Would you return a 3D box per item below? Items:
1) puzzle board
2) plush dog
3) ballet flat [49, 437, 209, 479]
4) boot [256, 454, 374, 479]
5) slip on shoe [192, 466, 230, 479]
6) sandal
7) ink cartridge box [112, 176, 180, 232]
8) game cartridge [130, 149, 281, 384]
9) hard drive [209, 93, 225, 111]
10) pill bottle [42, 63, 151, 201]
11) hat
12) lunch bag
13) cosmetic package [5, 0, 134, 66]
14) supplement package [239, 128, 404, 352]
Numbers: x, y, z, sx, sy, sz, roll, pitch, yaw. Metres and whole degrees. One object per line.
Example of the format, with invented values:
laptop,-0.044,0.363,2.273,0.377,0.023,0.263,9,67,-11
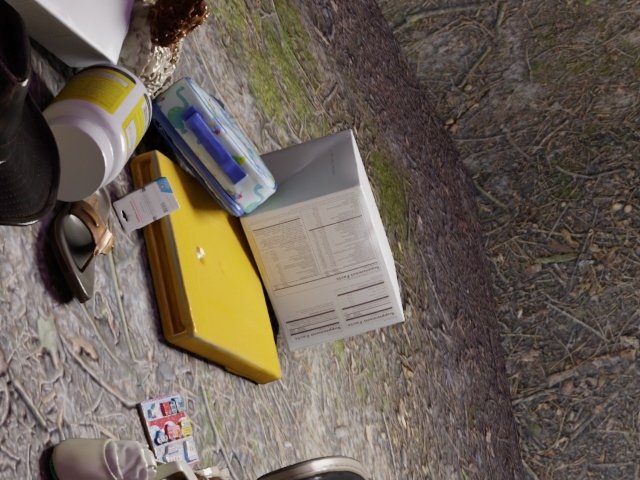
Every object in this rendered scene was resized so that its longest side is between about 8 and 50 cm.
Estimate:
puzzle board,-0.190,0.246,1.910,0.128,0.011,0.096,0,70,-73
plush dog,-0.254,-0.288,2.037,0.210,0.262,0.225,18,34,-28
ballet flat,-0.203,0.264,1.684,0.248,0.086,0.086,37,36,-55
boot,0.034,0.478,2.165,0.377,0.138,0.284,50,25,-63
slip on shoe,-0.149,0.312,1.906,0.135,0.051,0.041,40,43,-75
sandal,-0.279,-0.011,1.833,0.219,0.060,0.090,-83,149,-59
ink cartridge box,-0.239,-0.048,2.021,0.048,0.083,0.028,67,-20,-11
game cartridge,-0.163,0.048,2.183,0.323,0.052,0.285,41,33,-64
hard drive,-0.170,-0.176,2.461,0.094,0.022,0.135,26,46,-67
pill bottle,-0.287,-0.133,1.849,0.208,0.119,0.119,-73,140,-65
hat,-0.351,-0.169,1.436,0.331,0.134,0.331,34,27,-20
lunch bag,-0.159,-0.138,2.197,0.219,0.090,0.176,51,2,-8
cosmetic package,-0.339,-0.320,1.872,0.231,0.085,0.117,41,57,-52
supplement package,0.000,0.000,2.400,0.199,0.198,0.263,-96,169,-60
